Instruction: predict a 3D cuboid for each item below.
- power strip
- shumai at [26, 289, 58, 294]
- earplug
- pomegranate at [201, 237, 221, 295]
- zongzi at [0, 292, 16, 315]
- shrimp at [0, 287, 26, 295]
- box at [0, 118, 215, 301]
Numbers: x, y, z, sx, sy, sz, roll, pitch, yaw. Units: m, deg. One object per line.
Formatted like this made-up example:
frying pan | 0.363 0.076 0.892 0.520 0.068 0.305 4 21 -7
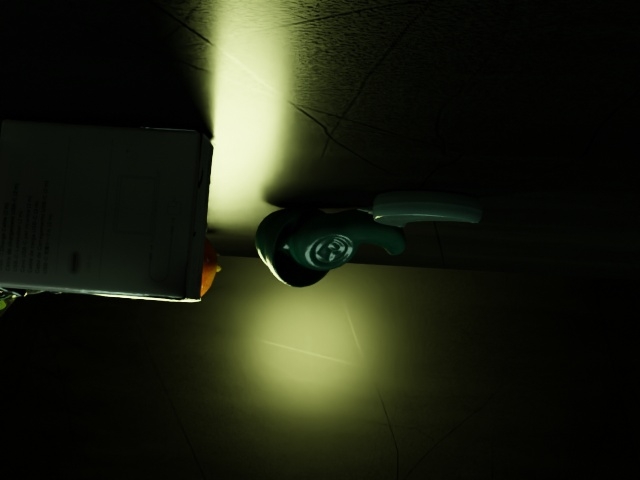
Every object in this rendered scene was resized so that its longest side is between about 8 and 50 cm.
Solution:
power strip | 0.154 -0.053 1.432 0.137 0.044 0.216 9 173 -42
shumai | -0.574 -0.044 1.770 0.346 0.217 0.283 -5 148 -21
earplug | 0.002 -0.008 1.706 0.280 0.163 0.257 15 -139 43
pomegranate | -0.394 0.071 2.450 0.221 0.220 0.257 0 -179 38
zongzi | -0.801 0.025 2.177 0.362 0.319 0.383 6 158 19
shrimp | -0.482 0.016 1.393 0.272 0.085 0.445 -35 137 17
box | -0.265 -0.034 1.037 0.252 0.203 0.106 4 176 2
